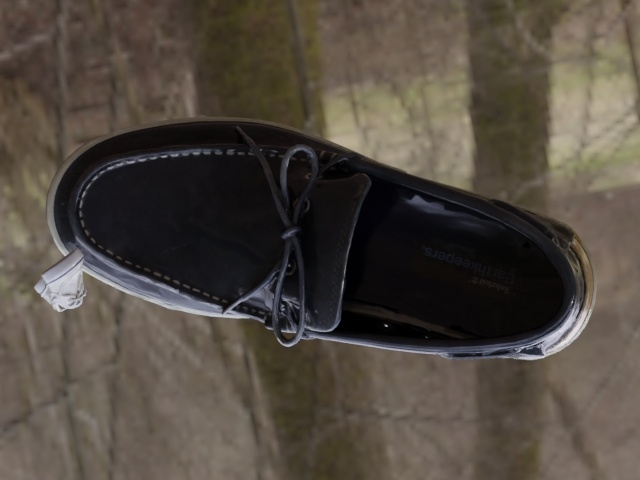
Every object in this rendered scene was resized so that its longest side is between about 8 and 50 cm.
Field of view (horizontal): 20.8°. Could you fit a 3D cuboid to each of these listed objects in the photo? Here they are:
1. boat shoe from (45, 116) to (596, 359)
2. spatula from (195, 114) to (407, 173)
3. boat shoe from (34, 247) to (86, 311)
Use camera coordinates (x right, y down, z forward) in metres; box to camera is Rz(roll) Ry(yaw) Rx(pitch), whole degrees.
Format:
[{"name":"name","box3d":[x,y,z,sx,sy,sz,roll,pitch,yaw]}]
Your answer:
[{"name":"boat shoe","box3d":[0.000,0.000,1.538,0.500,0.187,0.156,13,-178,3]},{"name":"spatula","box3d":[-0.046,-0.058,1.843,0.242,0.019,0.168,18,-131,10]},{"name":"boat shoe","box3d":[-0.191,0.034,1.317,0.035,0.035,0.100,-39,180,-24]}]
